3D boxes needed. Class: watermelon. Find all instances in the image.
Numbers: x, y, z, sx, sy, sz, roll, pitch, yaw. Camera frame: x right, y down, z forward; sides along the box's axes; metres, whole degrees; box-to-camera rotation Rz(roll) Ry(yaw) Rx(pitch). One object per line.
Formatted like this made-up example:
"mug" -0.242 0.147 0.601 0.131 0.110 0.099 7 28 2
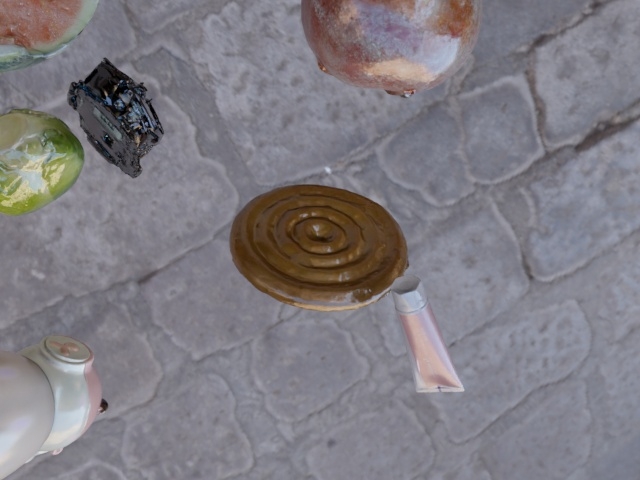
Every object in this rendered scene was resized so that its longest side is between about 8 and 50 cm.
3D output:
"watermelon" -0.485 -0.335 1.152 0.305 0.224 0.180 -48 143 -39

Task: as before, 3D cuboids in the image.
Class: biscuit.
"biscuit" 0.000 0.000 1.135 0.262 0.262 0.037 -12 135 -23

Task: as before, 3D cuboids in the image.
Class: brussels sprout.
"brussels sprout" -0.371 -0.099 0.988 0.155 0.117 0.155 -35 156 -18

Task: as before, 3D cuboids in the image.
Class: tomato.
"tomato" 0.123 -0.399 1.392 0.317 0.316 0.282 -8 129 -25

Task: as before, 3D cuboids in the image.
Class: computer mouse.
"computer mouse" -0.261 -0.167 1.048 0.146 0.242 0.077 47 69 -9

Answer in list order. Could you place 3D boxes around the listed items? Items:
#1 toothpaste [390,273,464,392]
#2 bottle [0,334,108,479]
"toothpaste" 0.136 0.130 1.034 0.067 0.042 0.194 -7 125 20
"bottle" -0.327 0.172 0.818 0.237 0.148 0.147 -5 127 -58
